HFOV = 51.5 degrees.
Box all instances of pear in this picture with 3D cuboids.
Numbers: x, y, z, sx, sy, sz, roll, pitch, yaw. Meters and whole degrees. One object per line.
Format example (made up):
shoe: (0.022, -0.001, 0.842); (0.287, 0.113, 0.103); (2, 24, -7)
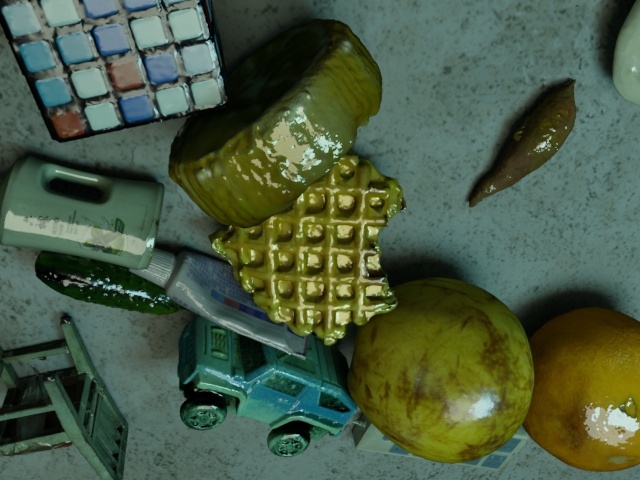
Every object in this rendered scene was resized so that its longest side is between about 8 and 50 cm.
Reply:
pear: (0.174, 0.187, 0.985); (0.280, 0.281, 0.281); (-5, 125, -7)

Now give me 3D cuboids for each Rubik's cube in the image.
Rubik's cube: (-0.201, -0.232, 0.675); (0.184, 0.187, 0.182); (-11, 126, 0)

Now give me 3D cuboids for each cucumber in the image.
cucumber: (-0.286, 0.064, 0.937); (0.227, 0.069, 0.069); (19, 118, -28)

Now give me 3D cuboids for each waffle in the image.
waffle: (0.000, 0.000, 0.898); (0.290, 0.051, 0.291); (1, 103, 5)

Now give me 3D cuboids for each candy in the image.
candy: (-0.050, -0.133, 0.730); (0.259, 0.260, 0.118); (-33, 120, 12)

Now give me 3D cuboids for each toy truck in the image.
toy truck: (-0.085, 0.211, 1.015); (0.278, 0.155, 0.156); (27, 119, -27)

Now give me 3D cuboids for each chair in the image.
chair: (-0.408, 0.262, 1.002); (0.147, 0.136, 0.271); (-11, 127, -2)

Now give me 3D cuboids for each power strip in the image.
power strip: (0.223, 0.369, 1.254); (0.367, 0.043, 0.106); (14, 120, -20)

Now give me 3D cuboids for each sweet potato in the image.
sweet potato: (0.285, -0.121, 0.918); (0.068, 0.068, 0.226); (24, 117, -25)

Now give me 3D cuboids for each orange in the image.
orange: (0.446, 0.242, 1.081); (0.260, 0.261, 0.261); (-5, 125, -7)

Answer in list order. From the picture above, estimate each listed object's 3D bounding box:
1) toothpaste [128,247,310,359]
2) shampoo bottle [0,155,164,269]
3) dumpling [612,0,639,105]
toothpaste: (-0.136, 0.075, 0.951); (0.282, 0.068, 0.099); (25, 74, -17)
shampoo bottle: (-0.323, -0.039, 0.832); (0.234, 0.087, 0.118); (11, 82, -18)
dumpling: (0.488, -0.290, 0.765); (0.318, 0.187, 0.243); (-35, 127, 17)
